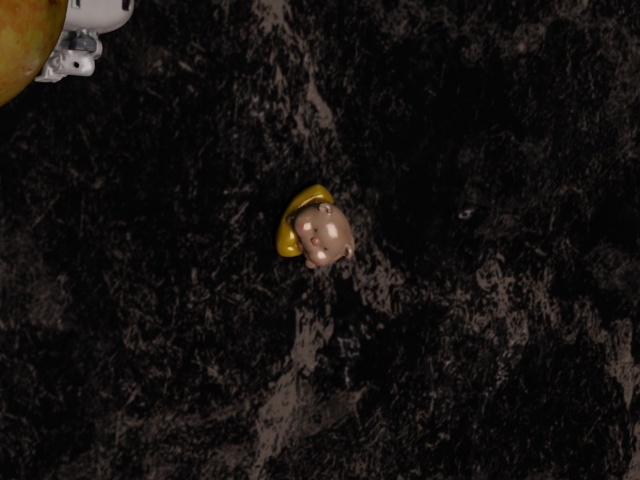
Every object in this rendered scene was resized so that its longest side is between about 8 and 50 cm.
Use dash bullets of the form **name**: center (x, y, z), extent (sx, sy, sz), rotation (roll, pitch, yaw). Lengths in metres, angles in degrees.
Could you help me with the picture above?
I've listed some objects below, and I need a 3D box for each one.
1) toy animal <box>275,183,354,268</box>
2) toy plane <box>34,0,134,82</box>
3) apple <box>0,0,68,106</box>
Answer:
- **toy animal**: center (0.000, 0.000, 2.024), extent (0.091, 0.082, 0.114), rotation (-38, 130, -15)
- **toy plane**: center (-0.264, -0.244, 1.706), extent (0.174, 0.080, 0.174), rotation (-2, 94, -38)
- **apple**: center (-0.348, -0.232, 1.538), extent (0.264, 0.264, 0.264), rotation (-17, 121, -31)
